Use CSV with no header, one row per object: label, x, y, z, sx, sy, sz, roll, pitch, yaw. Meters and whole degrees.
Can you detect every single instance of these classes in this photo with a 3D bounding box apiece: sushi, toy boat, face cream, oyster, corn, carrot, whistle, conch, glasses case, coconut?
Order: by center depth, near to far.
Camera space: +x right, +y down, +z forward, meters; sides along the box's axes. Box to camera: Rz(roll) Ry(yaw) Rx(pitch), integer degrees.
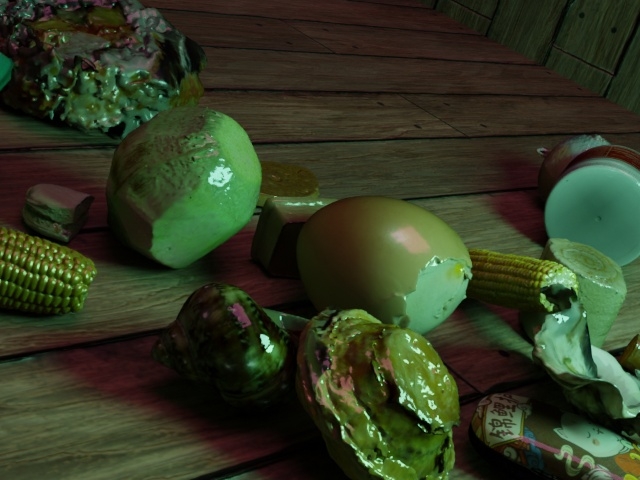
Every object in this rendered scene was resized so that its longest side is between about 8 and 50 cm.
conch,-0.091,0.120,1.205,0.181,0.124,0.187,27,2,-14
corn,-0.412,0.020,1.217,0.305,0.106,0.106,11,25,-18
glasses case,0.328,0.272,1.243,0.321,0.082,0.122,23,25,11
oyster,0.344,0.165,1.362,0.238,0.115,0.351,45,1,-6
coconut,-0.198,-0.071,1.451,0.236,0.235,0.204,32,3,27
toy boat,0.000,0.000,1.552,0.188,0.116,0.061,2,33,-28
corn,0.274,0.059,1.581,0.081,0.081,0.248,3,4,-31
carrot,0.559,0.218,1.582,0.224,0.057,0.057,31,26,14
sushi,-0.415,-0.320,1.866,0.418,0.175,0.417,14,32,-9
face cream,0.530,-0.065,1.972,0.201,0.201,0.187,25,25,14
whistle,0.580,-0.095,2.137,0.348,0.189,0.189,41,30,20

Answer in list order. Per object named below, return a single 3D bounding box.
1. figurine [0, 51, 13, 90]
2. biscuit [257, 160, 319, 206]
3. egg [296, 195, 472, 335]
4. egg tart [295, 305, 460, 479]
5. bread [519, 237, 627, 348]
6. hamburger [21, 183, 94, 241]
figurine,-0.567,-0.179,1.415,0.324,0.231,0.340,-15,42,-11
biscuit,-0.078,-0.092,1.795,0.142,0.029,0.221,29,25,24
egg,0.077,0.037,1.420,0.244,0.201,0.201,30,26,27
egg tart,0.077,0.169,1.175,0.241,0.106,0.241,32,38,-29
bread,0.385,0.088,1.609,0.134,0.141,0.148,11,26,-15
hamburger,-0.367,-0.046,1.459,0.084,0.054,0.121,15,21,1
